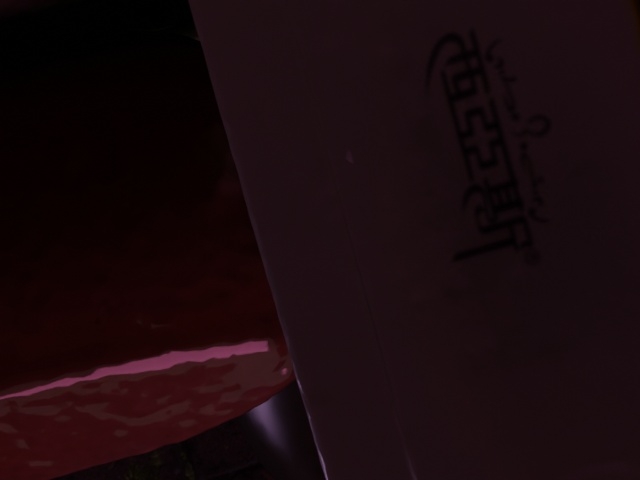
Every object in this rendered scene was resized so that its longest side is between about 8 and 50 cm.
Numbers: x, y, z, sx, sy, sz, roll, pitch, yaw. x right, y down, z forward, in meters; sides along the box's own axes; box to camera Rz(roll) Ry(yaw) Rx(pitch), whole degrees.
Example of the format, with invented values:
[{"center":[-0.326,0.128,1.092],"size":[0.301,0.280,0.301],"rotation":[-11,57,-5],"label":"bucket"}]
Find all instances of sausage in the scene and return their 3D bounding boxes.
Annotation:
[{"center":[-0.109,0.010,0.577],"size":[0.254,0.148,0.148],"rotation":[-11,176,4],"label":"sausage"}]

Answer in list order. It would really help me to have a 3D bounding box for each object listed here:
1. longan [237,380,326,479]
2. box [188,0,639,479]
[{"center":[0.080,0.032,0.792],"size":[0.258,0.258,0.258],"rotation":[-16,175,-1],"label":"longan"},{"center":[0.078,-0.019,0.489],"size":[0.111,0.194,0.260],"rotation":[-18,176,26],"label":"box"}]
